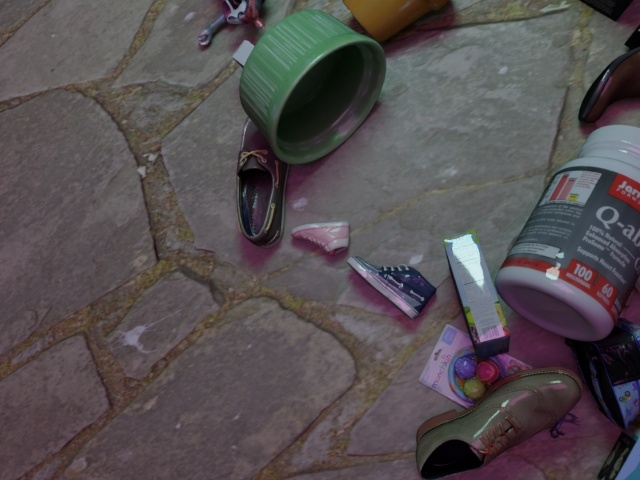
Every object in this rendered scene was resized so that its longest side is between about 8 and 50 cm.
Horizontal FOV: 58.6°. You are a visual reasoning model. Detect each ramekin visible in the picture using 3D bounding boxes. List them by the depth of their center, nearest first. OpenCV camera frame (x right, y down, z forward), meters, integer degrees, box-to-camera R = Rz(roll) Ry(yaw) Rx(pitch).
[{"bbox_3d":[-0.023,-0.322,1.188,0.303,0.303,0.148,-45,68,4],"label":"ramekin"}]

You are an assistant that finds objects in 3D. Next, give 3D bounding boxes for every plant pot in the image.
[{"bbox_3d":[0.157,-0.543,1.233,0.188,0.205,0.205,-41,75,21],"label":"plant pot"}]

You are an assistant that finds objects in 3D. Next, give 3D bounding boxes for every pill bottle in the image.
[{"bbox_3d":[0.492,-0.019,1.039,0.210,0.210,0.363,30,75,15],"label":"pill bottle"}]

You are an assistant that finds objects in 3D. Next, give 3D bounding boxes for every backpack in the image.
[{"bbox_3d":[0.547,0.246,1.046,0.116,0.158,0.173,-20,88,7],"label":"backpack"}]

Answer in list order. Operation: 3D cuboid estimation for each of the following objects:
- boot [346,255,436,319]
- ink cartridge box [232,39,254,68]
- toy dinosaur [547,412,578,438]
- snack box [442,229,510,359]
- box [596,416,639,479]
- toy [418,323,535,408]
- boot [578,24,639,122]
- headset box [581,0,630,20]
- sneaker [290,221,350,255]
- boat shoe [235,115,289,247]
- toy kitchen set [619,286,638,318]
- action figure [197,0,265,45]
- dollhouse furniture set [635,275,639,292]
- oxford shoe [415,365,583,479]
[{"bbox_3d":[0.151,0.077,1.213,0.190,0.069,0.086,40,86,7],"label":"boot"},{"bbox_3d":[-0.136,-0.393,1.308,0.088,0.122,0.052,40,92,15],"label":"ink cartridge box"},{"bbox_3d":[0.464,0.338,1.104,0.090,0.047,0.082,14,54,10],"label":"toy dinosaur"},{"bbox_3d":[0.299,0.108,1.091,0.070,0.174,0.207,-18,66,10],"label":"snack box"},{"bbox_3d":[0.604,0.357,1.045,0.060,0.100,0.244,30,90,16],"label":"box"},{"bbox_3d":[0.331,0.282,1.142,0.237,0.056,0.137,27,89,15],"label":"toy"},{"bbox_3d":[0.696,-0.277,1.133,0.280,0.096,0.264,39,85,8],"label":"boot"},{"bbox_3d":[0.621,-0.610,1.076,0.131,0.283,0.246,40,93,15],"label":"headset box"},{"bbox_3d":[0.000,0.000,1.260,0.134,0.051,0.070,-5,76,8],"label":"sneaker"},{"bbox_3d":[-0.137,-0.148,1.289,0.116,0.096,0.325,-2,82,13],"label":"boat shoe"},{"bbox_3d":[0.611,0.119,1.091,0.075,0.068,0.083,19,87,15],"label":"toy kitchen set"},{"bbox_3d":[-0.205,-0.643,1.354,0.275,0.248,0.370,-26,75,-19],"label":"action figure"},{"bbox_3d":[0.650,0.040,1.068,0.151,0.058,0.076,-25,75,-18],"label":"dollhouse furniture set"},{"bbox_3d":[0.329,0.355,1.056,0.348,0.130,0.123,-38,93,22],"label":"oxford shoe"}]
